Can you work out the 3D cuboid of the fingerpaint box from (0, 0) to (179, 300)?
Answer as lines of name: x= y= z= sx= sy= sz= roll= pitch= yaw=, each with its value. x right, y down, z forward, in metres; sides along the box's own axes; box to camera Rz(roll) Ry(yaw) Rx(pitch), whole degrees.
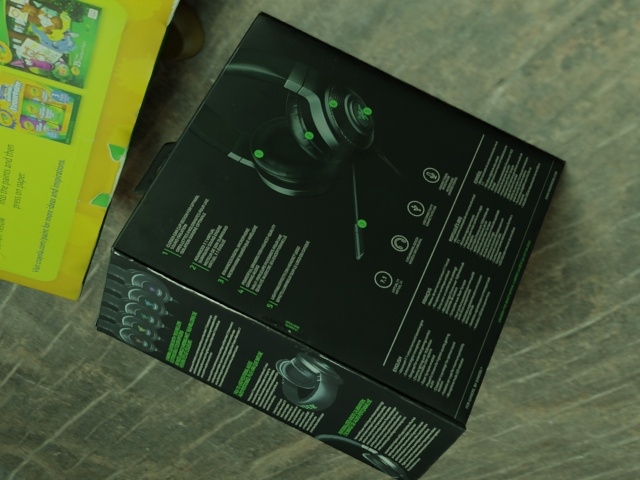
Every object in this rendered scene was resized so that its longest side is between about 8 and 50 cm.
fingerpaint box: x=-0.303 y=-0.161 z=0.867 sx=0.371 sy=0.163 sz=0.445 roll=17 pitch=149 yaw=-10

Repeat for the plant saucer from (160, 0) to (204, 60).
plant saucer: x=-0.133 y=-0.171 z=0.959 sx=0.083 sy=0.015 sz=0.083 roll=18 pitch=146 yaw=13

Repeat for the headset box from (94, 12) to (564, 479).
headset box: x=0.000 y=0.000 z=0.890 sx=0.283 sy=0.246 sz=0.131 roll=26 pitch=147 yaw=0
